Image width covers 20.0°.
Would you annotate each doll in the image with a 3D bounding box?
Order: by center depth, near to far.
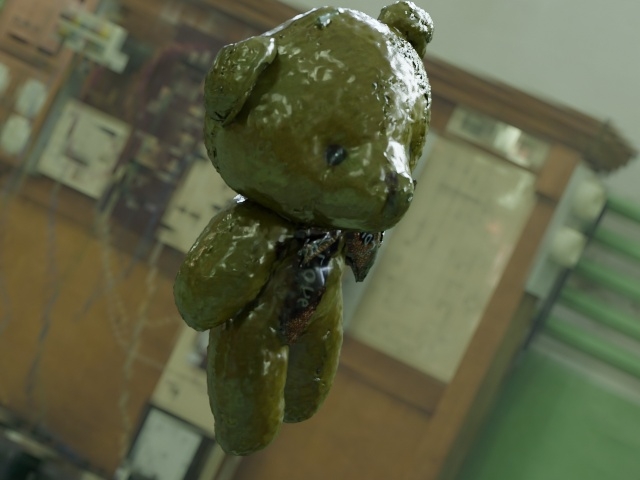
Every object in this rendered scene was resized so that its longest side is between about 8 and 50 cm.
[{"bbox_3d":[0.000,0.000,0.809,0.097,0.209,0.137,24,30,37],"label":"doll"}]
